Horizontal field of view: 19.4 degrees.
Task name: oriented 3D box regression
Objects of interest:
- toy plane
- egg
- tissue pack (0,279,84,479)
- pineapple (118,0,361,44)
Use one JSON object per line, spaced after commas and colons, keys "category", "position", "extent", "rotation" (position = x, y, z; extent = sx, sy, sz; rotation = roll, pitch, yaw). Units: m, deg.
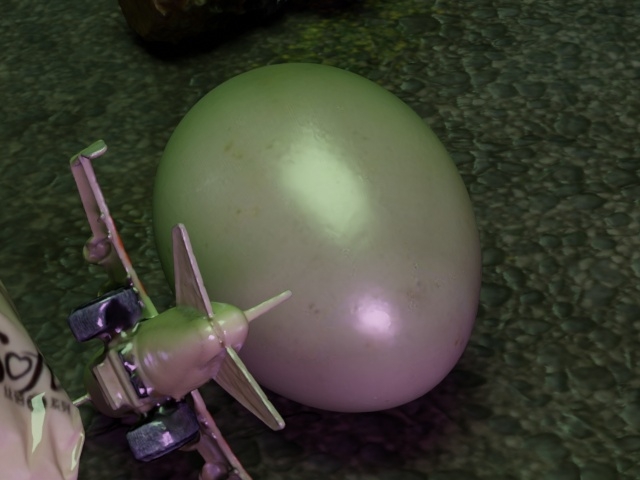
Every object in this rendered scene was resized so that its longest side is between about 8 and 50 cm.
{"category": "toy plane", "position": [-0.091, 0.068, 1.054], "extent": [0.104, 0.242, 0.256], "rotation": [-29, 0, -32]}
{"category": "egg", "position": [0.000, 0.000, 1.138], "extent": [0.188, 0.189, 0.254], "rotation": [-16, 45, -17]}
{"category": "tissue pack", "position": [-0.337, 0.031, 1.014], "extent": [0.375, 0.195, 0.390], "rotation": [21, 16, -42]}
{"category": "pineapple", "position": [-0.054, -0.230, 1.566], "extent": [0.237, 0.111, 0.119], "rotation": [-15, 66, -26]}
